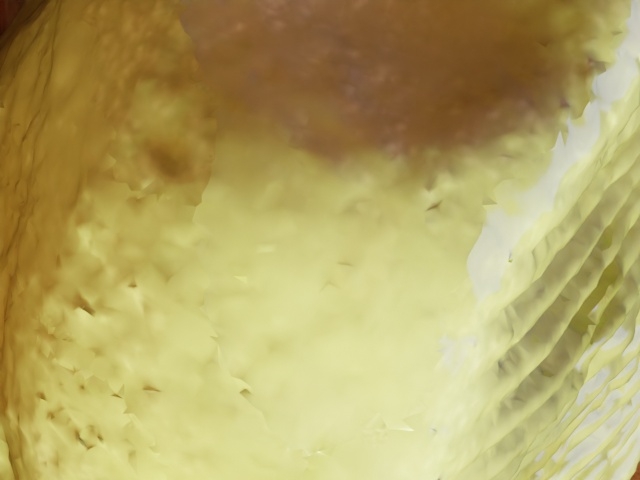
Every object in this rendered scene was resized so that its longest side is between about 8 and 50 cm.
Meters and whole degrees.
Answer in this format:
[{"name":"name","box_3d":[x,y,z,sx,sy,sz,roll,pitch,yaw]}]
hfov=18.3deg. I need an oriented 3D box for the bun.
[{"name":"bun","box_3d":[0.000,0.000,0.684,0.349,0.227,0.352,-42,147,-49]}]
